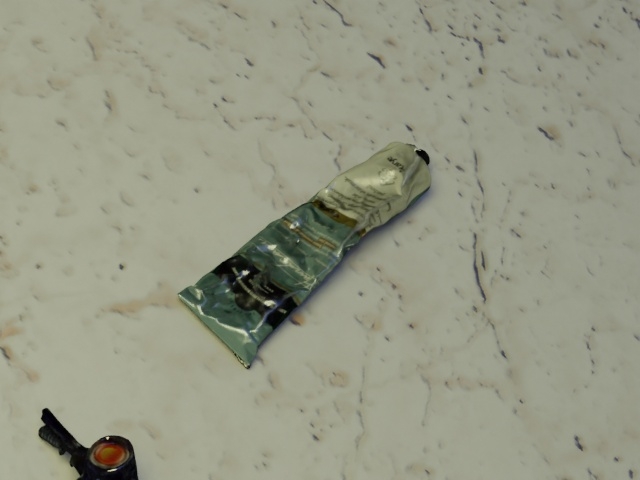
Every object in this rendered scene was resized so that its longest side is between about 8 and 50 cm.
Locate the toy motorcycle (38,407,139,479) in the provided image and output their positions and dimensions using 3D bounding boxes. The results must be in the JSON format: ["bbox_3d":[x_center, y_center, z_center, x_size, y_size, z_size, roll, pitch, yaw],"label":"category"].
[{"bbox_3d":[-0.127,0.265,1.157,0.358,0.125,0.213,38,50,-2],"label":"toy motorcycle"}]

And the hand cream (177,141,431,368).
[{"bbox_3d":[0.000,0.001,1.373,0.075,0.052,0.248,36,62,26],"label":"hand cream"}]
